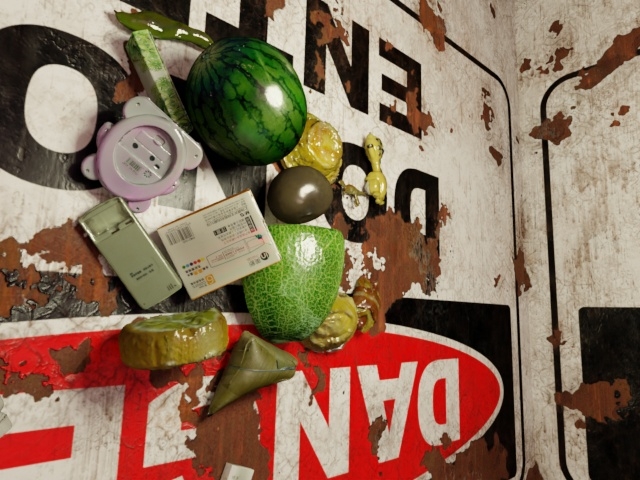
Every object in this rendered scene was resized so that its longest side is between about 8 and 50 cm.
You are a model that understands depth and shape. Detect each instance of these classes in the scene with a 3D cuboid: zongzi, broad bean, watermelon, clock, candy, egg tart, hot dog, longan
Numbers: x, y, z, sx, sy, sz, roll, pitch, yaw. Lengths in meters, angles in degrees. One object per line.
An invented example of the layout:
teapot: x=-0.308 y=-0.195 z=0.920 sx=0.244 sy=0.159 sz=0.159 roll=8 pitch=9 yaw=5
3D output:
zongzi: x=-0.193 y=0.421 z=1.318 sx=0.228 sy=0.115 sz=0.256 roll=38 pitch=67 yaw=-37
broad bean: x=-0.417 y=-0.594 z=1.278 sx=0.325 sy=0.067 sz=0.075 roll=2 pitch=95 yaw=-39
watermelon: x=-0.204 y=-0.384 z=1.260 sx=0.363 sy=0.363 sz=0.363 roll=7 pitch=80 yaw=-41
clock: x=-0.451 y=-0.211 z=1.136 sx=0.248 sy=0.090 sz=0.227 roll=-49 pitch=118 yaw=-4
candy: x=-0.355 y=0.237 z=1.096 sx=0.260 sy=0.260 sz=0.118 roll=-5 pitch=88 yaw=-42
egg tart: x=-0.017 y=-0.325 z=1.566 sx=0.294 sy=0.123 sz=0.294 roll=8 pitch=78 yaw=-40
hot dog: x=0.170 y=0.238 z=1.670 sx=0.146 sy=0.103 sz=0.213 roll=41 pitch=58 yaw=-28
longan: x=-0.071 y=-0.147 z=1.444 sx=0.220 sy=0.196 sz=0.196 roll=-26 pitch=102 yaw=-28
egg tart: x=0.034 y=0.279 z=1.512 sx=0.252 sy=0.098 sz=0.232 roll=44 pitch=81 yaw=-27

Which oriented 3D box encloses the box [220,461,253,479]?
box: x=-0.254 y=0.717 z=1.264 sx=0.084 sy=0.040 sz=0.154 roll=34 pitch=63 yaw=-33

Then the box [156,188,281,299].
box: x=-0.269 y=0.008 z=1.220 sx=0.274 sy=0.091 sz=0.220 roll=-22 pitch=102 yaw=-3

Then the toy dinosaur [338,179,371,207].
toy dinosaur: x=0.132 y=-0.198 z=1.742 sx=0.162 sy=0.039 sz=0.126 roll=-40 pitch=107 yaw=-48

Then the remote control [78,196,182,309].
remote control: x=-0.475 y=0.032 z=1.130 sx=0.123 sy=0.038 sz=0.285 roll=-33 pitch=106 yaw=-6

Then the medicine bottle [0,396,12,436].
medicine bottle: x=-0.697 y=0.312 z=0.878 sx=0.103 sy=0.103 sz=0.186 roll=-30 pitch=104 yaw=-40

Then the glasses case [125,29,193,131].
glasses case: x=-0.434 y=-0.417 z=1.219 sx=0.062 sy=0.095 sz=0.272 roll=-30 pitch=105 yaw=-32

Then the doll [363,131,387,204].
doll: x=0.220 y=-0.286 z=1.799 sx=0.117 sy=0.086 sz=0.291 roll=6 pitch=78 yaw=-60

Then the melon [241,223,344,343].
melon: x=-0.089 y=0.138 z=1.386 sx=0.331 sy=0.226 sz=0.343 roll=2 pitch=75 yaw=-27
